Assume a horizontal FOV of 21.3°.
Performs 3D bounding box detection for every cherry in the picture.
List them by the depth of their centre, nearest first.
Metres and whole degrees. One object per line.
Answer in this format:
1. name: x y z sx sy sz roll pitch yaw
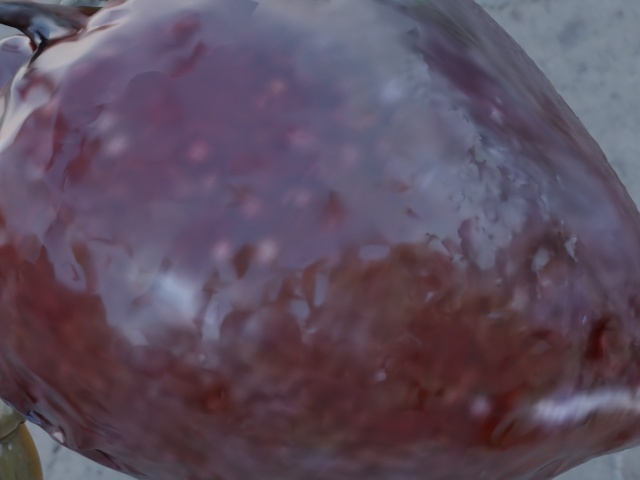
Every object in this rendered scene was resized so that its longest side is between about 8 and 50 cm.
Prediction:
1. cherry: 0.000 0.000 0.522 0.249 0.192 0.175 24 108 6

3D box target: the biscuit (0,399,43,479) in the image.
1. biscuit: -0.206 0.088 0.918 0.170 0.170 0.050 10 31 37
